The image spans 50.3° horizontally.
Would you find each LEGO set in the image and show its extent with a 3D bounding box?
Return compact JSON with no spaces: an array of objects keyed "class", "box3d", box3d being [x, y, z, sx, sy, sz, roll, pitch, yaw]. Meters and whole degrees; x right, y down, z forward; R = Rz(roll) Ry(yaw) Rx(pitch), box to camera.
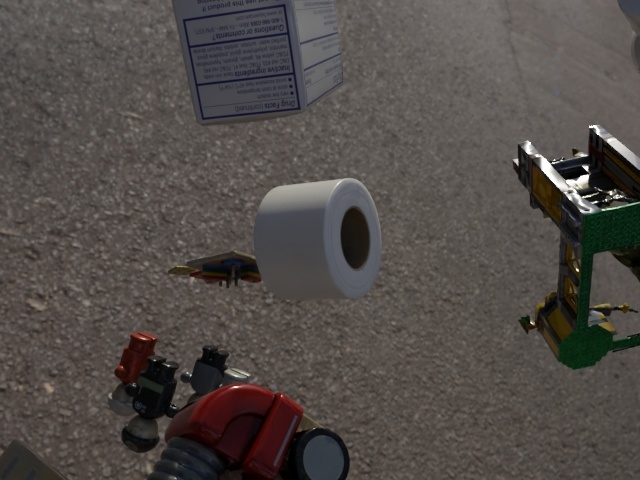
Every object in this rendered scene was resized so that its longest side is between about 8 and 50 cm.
[{"class":"LEGO set","box3d":[0.359,-0.021,0.759,0.331,0.255,0.192,-20,34,4]}]

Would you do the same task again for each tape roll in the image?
[{"class":"tape roll","box3d":[0.000,0.000,1.402,0.169,0.246,0.246,-4,18,31]}]

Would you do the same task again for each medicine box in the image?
[{"class":"medicine box","box3d":[-0.077,-0.320,0.896,0.149,0.289,0.263,-3,19,14]}]

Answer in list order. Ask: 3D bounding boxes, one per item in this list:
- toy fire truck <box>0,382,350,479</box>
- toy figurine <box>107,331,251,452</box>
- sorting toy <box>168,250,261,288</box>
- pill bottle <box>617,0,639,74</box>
[{"class":"toy fire truck","box3d":[-0.136,0.213,0.587,0.246,0.158,0.217,38,53,-15]},{"class":"toy figurine","box3d":[-0.235,0.259,1.134,0.209,0.148,0.213,16,1,-30]},{"class":"sorting toy","box3d":[-0.206,0.069,1.483,0.132,0.274,0.046,23,60,-56]},{"class":"pill bottle","box3d":[0.334,-0.150,0.556,0.221,0.124,0.124,32,28,-34]}]
